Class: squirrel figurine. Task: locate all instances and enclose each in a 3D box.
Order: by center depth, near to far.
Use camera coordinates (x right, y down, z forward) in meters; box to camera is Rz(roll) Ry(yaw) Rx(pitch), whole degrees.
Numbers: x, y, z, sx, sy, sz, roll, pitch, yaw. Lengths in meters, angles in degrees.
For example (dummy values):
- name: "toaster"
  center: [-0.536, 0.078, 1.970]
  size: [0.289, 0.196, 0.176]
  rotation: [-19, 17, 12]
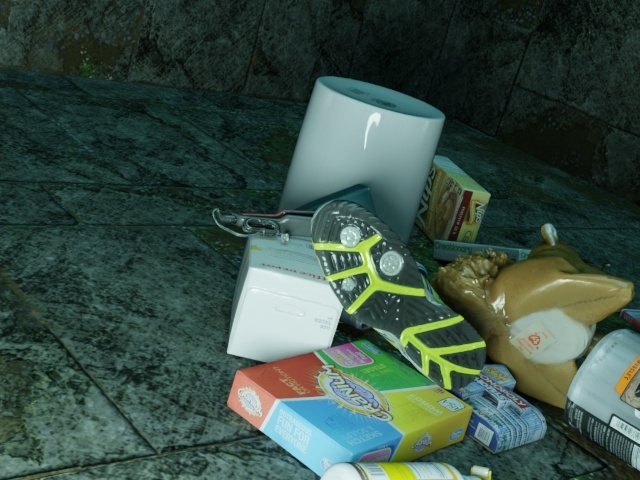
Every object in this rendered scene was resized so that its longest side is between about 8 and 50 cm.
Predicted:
- name: "squirrel figurine"
  center: [0.401, 0.096, 1.871]
  size: [0.396, 0.281, 0.370]
  rotation: [11, 26, 11]

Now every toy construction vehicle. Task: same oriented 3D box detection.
- name: "toy construction vehicle"
  center: [0.199, 0.352, 1.302]
  size: [0.085, 0.098, 0.035]
  rotation: [11, 32, 21]

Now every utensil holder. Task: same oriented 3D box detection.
- name: "utensil holder"
  center: [0.086, -0.143, 2.155]
  size: [0.327, 0.386, 0.327]
  rotation: [15, 19, -5]

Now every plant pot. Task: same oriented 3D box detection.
- name: "plant pot"
  center: [0.000, 0.000, 1.918]
  size: [0.234, 0.166, 0.166]
  rotation: [-17, 7, -2]

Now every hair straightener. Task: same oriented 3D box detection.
- name: "hair straightener"
  center: [-0.079, -0.031, 1.684]
  size: [0.230, 0.047, 0.089]
  rotation: [8, 19, -21]

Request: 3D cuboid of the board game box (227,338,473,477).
- name: "board game box"
  center: [0.052, 0.259, 1.470]
  size: [0.242, 0.064, 0.316]
  rotation: [30, 22, 34]

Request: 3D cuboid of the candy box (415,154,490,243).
- name: "candy box"
  center: [0.337, -0.102, 2.567]
  size: [0.087, 0.183, 0.316]
  rotation: [11, 19, -20]

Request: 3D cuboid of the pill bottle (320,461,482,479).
- name: "pill bottle"
  center: [0.109, 0.341, 1.199]
  size: [0.215, 0.117, 0.117]
  rotation: [7, 21, -26]

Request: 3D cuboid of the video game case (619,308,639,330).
- name: "video game case"
  center: [0.852, 0.237, 2.161]
  size: [0.204, 0.025, 0.285]
  rotation: [6, 21, -30]

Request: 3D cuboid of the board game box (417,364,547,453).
- name: "board game box"
  center: [0.293, 0.275, 1.636]
  size: [0.194, 0.060, 0.194]
  rotation: [-4, 27, -45]

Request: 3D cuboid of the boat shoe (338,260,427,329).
- name: "boat shoe"
  center: [0.142, 0.114, 1.900]
  size: [0.102, 0.108, 0.301]
  rotation: [28, 24, 32]

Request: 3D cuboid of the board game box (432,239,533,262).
- name: "board game box"
  center: [0.444, 0.039, 2.308]
  size: [0.193, 0.053, 0.305]
  rotation: [4, 2, -33]

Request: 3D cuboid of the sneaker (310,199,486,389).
- name: "sneaker"
  center: [0.108, 0.092, 1.554]
  size: [0.385, 0.145, 0.147]
  rotation: [51, -7, -17]

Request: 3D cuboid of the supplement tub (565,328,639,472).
- name: "supplement tub"
  center: [0.598, 0.308, 1.572]
  size: [0.338, 0.207, 0.207]
  rotation: [31, 23, 37]

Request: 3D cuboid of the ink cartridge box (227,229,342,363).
- name: "ink cartridge box"
  center: [-0.063, 0.097, 1.672]
  size: [0.171, 0.168, 0.233]
  rotation: [13, 19, -7]
